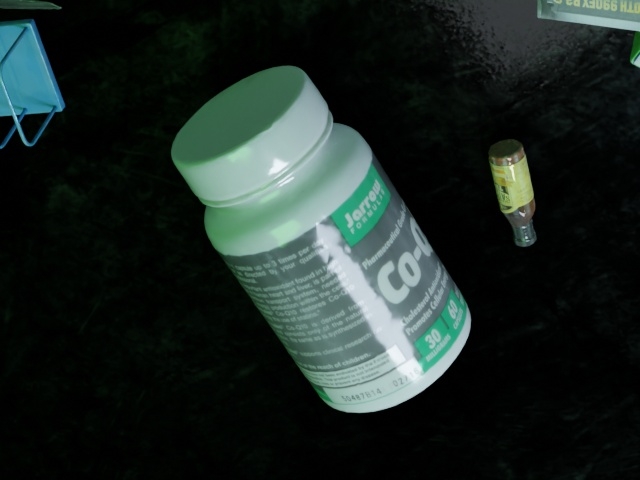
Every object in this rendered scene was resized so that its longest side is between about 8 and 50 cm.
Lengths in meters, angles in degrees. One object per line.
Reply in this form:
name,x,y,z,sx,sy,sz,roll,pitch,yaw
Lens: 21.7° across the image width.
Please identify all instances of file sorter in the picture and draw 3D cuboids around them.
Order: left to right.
file sorter,-0.400,-0.168,1.899,0.170,0.104,0.118,-3,127,18

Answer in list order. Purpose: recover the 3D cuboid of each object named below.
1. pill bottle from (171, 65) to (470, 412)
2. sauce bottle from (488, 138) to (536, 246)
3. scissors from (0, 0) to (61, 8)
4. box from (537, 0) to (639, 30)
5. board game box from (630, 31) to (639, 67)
pill bottle,0.000,0.000,1.851,0.204,0.204,0.361,-19,120,28
sauce bottle,0.216,-0.050,1.854,0.042,0.042,0.128,-5,124,19
scissors,-0.438,-0.270,1.887,0.297,0.021,0.109,17,127,1
box,0.318,-0.288,1.571,0.231,0.056,0.183,12,121,29
board game box,0.487,-0.243,1.611,0.242,0.064,0.316,28,129,-7
